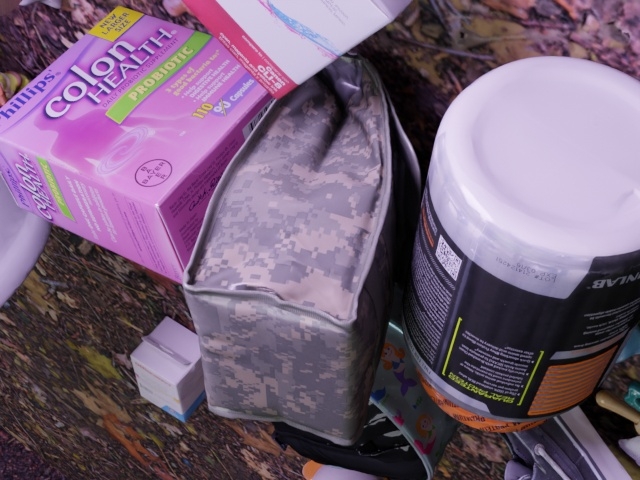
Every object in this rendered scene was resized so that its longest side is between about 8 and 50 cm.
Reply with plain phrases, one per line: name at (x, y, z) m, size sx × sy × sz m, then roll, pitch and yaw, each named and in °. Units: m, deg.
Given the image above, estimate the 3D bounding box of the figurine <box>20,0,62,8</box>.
figurine at (-0.379, -0.340, 1.143) m, size 0.215 × 0.092 × 0.209 m, roll 26°, pitch 156°, yaw 22°

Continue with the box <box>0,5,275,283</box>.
box at (-0.166, -0.102, 1.076) m, size 0.243 × 0.213 × 0.117 m, roll 22°, pitch 147°, yaw 30°

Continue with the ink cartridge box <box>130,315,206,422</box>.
ink cartridge box at (-0.227, 0.196, 1.687) m, size 0.092 × 0.090 × 0.143 m, roll 29°, pitch 148°, yaw 19°

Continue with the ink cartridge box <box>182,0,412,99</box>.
ink cartridge box at (0.001, -0.213, 0.814) m, size 0.127 × 0.128 × 0.176 m, roll 47°, pitch 151°, yaw -12°

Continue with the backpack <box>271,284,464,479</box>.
backpack at (0.045, 0.156, 1.210) m, size 0.225 × 0.191 × 0.253 m, roll 52°, pitch 156°, yaw -25°

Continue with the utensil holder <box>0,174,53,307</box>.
utensil holder at (-0.524, -0.101, 1.154) m, size 0.328 × 0.327 × 0.385 m, roll 16°, pitch 150°, yaw 37°

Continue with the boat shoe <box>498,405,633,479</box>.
boat shoe at (0.237, 0.229, 1.111) m, size 0.301 × 0.102 × 0.108 m, roll 57°, pitch 169°, yaw -4°

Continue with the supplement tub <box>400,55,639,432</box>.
supplement tub at (0.168, 0.022, 0.879) m, size 0.194 × 0.193 × 0.316 m, roll 31°, pitch 149°, yaw 16°

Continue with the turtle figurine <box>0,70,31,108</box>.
turtle figurine at (-0.353, -0.154, 1.354) m, size 0.217 × 0.087 × 0.269 m, roll 16°, pitch 152°, yaw 49°

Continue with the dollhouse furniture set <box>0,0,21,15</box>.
dollhouse furniture set at (-0.269, -0.302, 0.890) m, size 0.212 × 0.242 × 0.161 m, roll 35°, pitch 151°, yaw 10°

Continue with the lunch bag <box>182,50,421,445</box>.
lunch bag at (0.000, 0.000, 0.974) m, size 0.169 × 0.287 × 0.235 m, roll 12°, pitch 146°, yaw 8°

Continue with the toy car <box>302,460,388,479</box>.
toy car at (0.068, 0.389, 1.569) m, size 0.219 × 0.210 × 0.238 m, roll 154°, pitch 97°, yaw -73°

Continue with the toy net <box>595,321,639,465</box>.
toy net at (0.322, 0.151, 1.037) m, size 0.122 × 0.045 × 0.232 m, roll 4°, pitch 137°, yaw 44°
